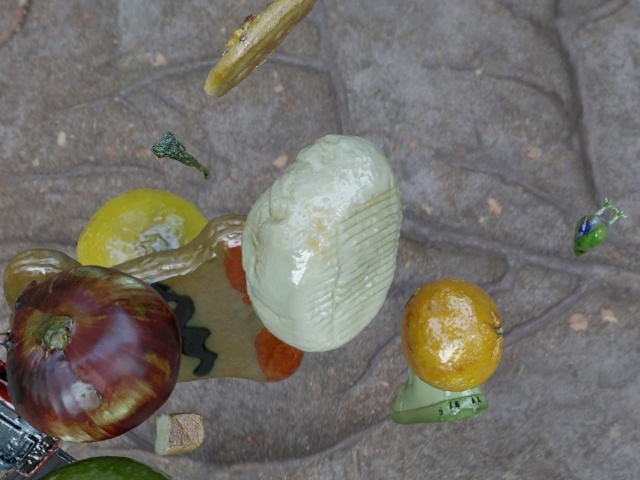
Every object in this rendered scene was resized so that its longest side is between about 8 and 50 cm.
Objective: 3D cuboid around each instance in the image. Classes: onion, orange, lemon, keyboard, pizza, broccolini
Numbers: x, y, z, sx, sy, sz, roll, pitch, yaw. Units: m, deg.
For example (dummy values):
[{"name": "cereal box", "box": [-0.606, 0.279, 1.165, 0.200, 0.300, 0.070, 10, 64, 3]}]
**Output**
[{"name": "onion", "box": [-0.146, 0.073, 0.528, 0.119, 0.118, 0.117, 1, 74, -2]}, {"name": "orange", "box": [0.203, 0.144, 1.238, 0.155, 0.177, 0.177, 2, 61, 12]}, {"name": "lemon", "box": [-0.326, 0.035, 1.528, 0.293, 0.293, 0.293, 1, 62, -2]}, {"name": "keyboard", "box": [-0.479, 0.412, 1.349, 0.106, 0.262, 0.016, 39, 36, -13]}, {"name": "pizza", "box": [-0.093, -0.319, 1.231, 0.246, 0.127, 0.058, -43, 91, 16]}, {"name": "broccolini", "box": [-0.245, -0.144, 1.499, 0.052, 0.194, 0.054, 29, 84, 28]}]

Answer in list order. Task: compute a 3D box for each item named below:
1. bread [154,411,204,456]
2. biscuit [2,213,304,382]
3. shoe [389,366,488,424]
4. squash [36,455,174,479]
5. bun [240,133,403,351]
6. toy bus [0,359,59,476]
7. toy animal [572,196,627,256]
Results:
[{"name": "bread", "box": [-0.252, 0.345, 1.432, 0.070, 0.083, 0.076, 6, 74, -28]}, {"name": "biscuit", "box": [-0.225, 0.137, 1.133, 0.394, 0.368, 0.076, -10, 44, 0]}, {"name": "shoe", "box": [0.219, 0.271, 1.442, 0.140, 0.262, 0.128, 6, 80, -13]}, {"name": "squash", "box": [-0.212, 0.319, 0.714, 0.311, 0.310, 0.308, 3, 42, -1]}, {"name": "bun", "box": [0.000, 0.000, 0.693, 0.111, 0.188, 0.164, 28, 41, 34]}, {"name": "toy bus", "box": [-0.402, 0.195, 0.976, 0.195, 0.089, 0.081, 37, 106, -9]}, {"name": "toy animal", "box": [0.371, -0.016, 1.084, 0.041, 0.217, 0.075, 45, 97, 17]}]
